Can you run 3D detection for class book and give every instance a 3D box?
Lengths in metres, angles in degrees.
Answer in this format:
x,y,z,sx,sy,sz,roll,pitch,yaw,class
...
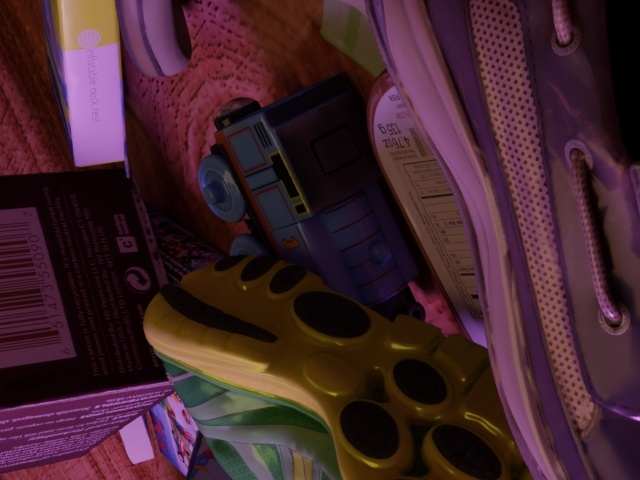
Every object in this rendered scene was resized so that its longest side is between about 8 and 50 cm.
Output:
x,y,z,sx,sy,sz,roll,pitch,yaw,class
-0.166,0.100,1.167,0.144,0.035,0.096,-111,8,-49,book

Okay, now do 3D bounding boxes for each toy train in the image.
x,y,z,sx,sy,sz,roll,pitch,yaw,class
0.000,0.000,0.787,0.105,0.080,0.184,-15,101,57,toy train

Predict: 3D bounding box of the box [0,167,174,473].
x,y,z,sx,sy,sz,roll,pitch,yaw,class
-0.225,0.066,1.007,0.203,0.167,0.168,-37,66,50,box

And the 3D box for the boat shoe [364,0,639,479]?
x,y,z,sx,sy,sz,roll,pitch,yaw,class
0.130,0.002,0.489,0.355,0.132,0.130,63,150,3,boat shoe

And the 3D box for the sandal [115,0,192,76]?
x,y,z,sx,sy,sz,roll,pitch,yaw,class
-0.081,-0.192,0.747,0.303,0.086,0.120,90,173,-71,sandal

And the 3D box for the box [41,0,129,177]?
x,y,z,sx,sy,sz,roll,pitch,yaw,class
-0.162,-0.136,0.949,0.178,0.042,0.109,95,159,-48,box

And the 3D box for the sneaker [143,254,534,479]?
x,y,z,sx,sy,sz,roll,pitch,yaw,class
0.026,0.103,0.696,0.295,0.109,0.123,32,145,45,sneaker

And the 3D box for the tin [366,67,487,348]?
x,y,z,sx,sy,sz,roll,pitch,yaw,class
0.085,-0.005,0.657,0.190,0.040,0.106,62,156,-13,tin

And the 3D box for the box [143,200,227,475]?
x,y,z,sx,sy,sz,roll,pitch,yaw,class
-0.090,0.101,1.074,0.159,0.044,0.233,31,140,47,box

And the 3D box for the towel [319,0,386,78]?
x,y,z,sx,sy,sz,roll,pitch,yaw,class
0.039,-0.125,0.657,0.113,0.023,0.152,47,150,29,towel

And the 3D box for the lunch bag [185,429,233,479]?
x,y,z,sx,sy,sz,roll,pitch,yaw,class
-0.034,0.197,0.939,0.090,0.176,0.219,4,128,9,lunch bag
